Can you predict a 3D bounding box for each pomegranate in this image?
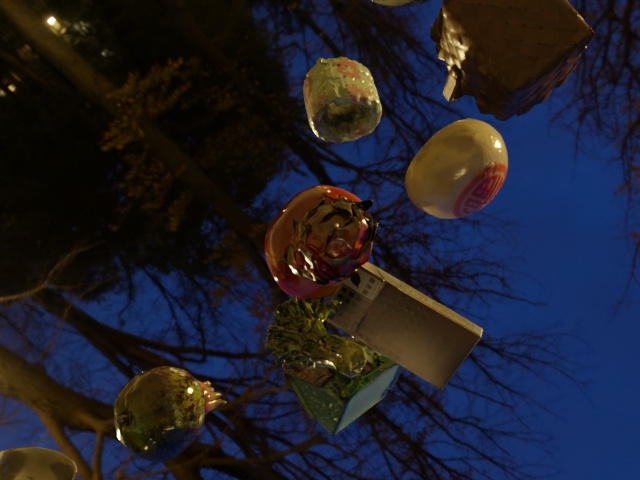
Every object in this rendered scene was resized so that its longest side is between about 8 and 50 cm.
[{"bbox_3d":[-0.358,0.383,1.573,0.221,0.204,0.276,-13,-157,37],"label":"pomegranate"}]

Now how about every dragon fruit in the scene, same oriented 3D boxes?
[{"bbox_3d":[0.020,0.003,1.373,0.182,0.182,0.189,-81,-173,-46],"label":"dragon fruit"}]

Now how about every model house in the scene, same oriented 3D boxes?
[{"bbox_3d":[0.065,0.372,1.957,0.280,0.230,0.249,-26,-122,-38],"label":"model house"}]

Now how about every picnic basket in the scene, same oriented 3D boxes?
[{"bbox_3d":[0.389,-0.412,1.411,0.254,0.291,0.321,-35,174,-1],"label":"picnic basket"}]

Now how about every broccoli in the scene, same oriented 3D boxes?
[{"bbox_3d":[0.000,0.207,1.324,0.304,0.145,0.165,11,-81,63],"label":"broccoli"}]

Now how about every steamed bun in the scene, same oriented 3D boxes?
[{"bbox_3d":[0.361,-0.165,1.685,0.283,0.283,0.177,-42,-117,4],"label":"steamed bun"}]

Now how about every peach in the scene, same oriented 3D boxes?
[{"bbox_3d":[0.000,0.000,1.783,0.308,0.307,0.332,-82,-169,-47],"label":"peach"}]

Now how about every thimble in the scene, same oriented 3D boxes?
[{"bbox_3d":[0.049,-0.360,1.690,0.185,0.211,0.149,-24,-121,18],"label":"thimble"}]

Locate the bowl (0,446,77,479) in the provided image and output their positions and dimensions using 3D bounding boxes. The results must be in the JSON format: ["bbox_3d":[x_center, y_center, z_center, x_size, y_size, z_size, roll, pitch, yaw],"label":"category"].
[{"bbox_3d":[-0.589,0.497,1.324,0.189,0.189,0.086,26,-71,59],"label":"bowl"}]

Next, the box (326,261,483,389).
[{"bbox_3d":[0.181,0.188,1.505,0.180,0.324,0.047,-63,175,30],"label":"box"}]

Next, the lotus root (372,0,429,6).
[{"bbox_3d":[0.155,-0.573,1.395,0.173,0.173,0.309,-40,-153,8],"label":"lotus root"}]
